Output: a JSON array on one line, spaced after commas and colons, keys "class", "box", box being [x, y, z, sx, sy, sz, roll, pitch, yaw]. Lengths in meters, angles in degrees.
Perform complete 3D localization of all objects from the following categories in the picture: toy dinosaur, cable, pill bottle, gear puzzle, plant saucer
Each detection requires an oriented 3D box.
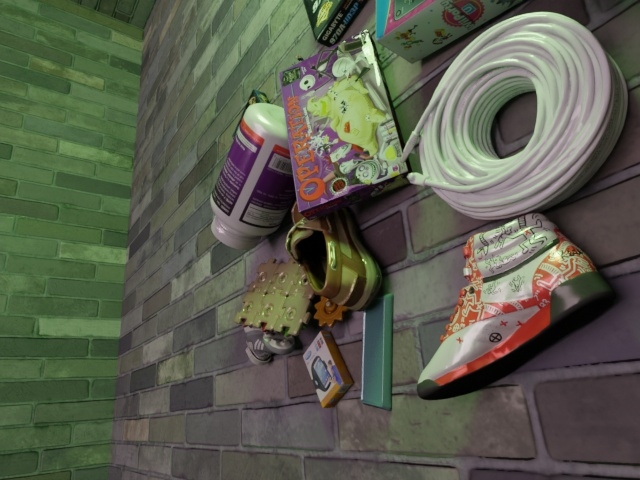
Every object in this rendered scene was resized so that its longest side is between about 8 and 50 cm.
[{"class": "toy dinosaur", "box": [-0.056, -0.420, 1.125, 0.090, 0.047, 0.082, 126, 158, -48]}, {"class": "cable", "box": [0.244, -0.150, 0.579, 0.257, 0.089, 0.257, 47, 119, 48]}, {"class": "pill bottle", "box": [-0.142, -0.139, 1.048, 0.323, 0.181, 0.181, -59, 39, 27]}, {"class": "gear puzzle", "box": [-0.052, 0.124, 0.963, 0.339, 0.044, 0.175, -2, 58, 48]}, {"class": "plant saucer", "box": [0.095, 0.187, 0.770, 0.067, 0.018, 0.192, -12, 71, 53]}]

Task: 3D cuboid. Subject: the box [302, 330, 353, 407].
[{"class": "box", "box": [0.009, 0.242, 0.871, 0.081, 0.028, 0.136, -58, 42, 29]}]

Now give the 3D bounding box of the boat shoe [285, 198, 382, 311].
[{"class": "boat shoe", "box": [0.000, 0.000, 0.854, 0.122, 0.120, 0.324, -63, 33, 22]}]

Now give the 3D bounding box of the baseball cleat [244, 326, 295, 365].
[{"class": "baseball cleat", "box": [-0.114, 0.243, 1.028, 0.206, 0.072, 0.109, 15, 108, 60]}]

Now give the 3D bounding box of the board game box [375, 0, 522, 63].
[{"class": "board game box", "box": [0.222, -0.444, 0.668, 0.303, 0.097, 0.224, -16, 68, 50]}]

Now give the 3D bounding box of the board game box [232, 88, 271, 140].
[{"class": "board game box", "box": [-0.175, -0.290, 1.258, 0.165, 0.042, 0.243, -57, 40, 30]}]

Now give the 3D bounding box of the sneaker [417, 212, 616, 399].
[{"class": "sneaker", "box": [0.208, 0.086, 0.571, 0.270, 0.090, 0.145, -48, 44, 33]}]

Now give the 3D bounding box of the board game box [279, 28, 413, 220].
[{"class": "board game box", "box": [0.036, -0.226, 0.854, 0.208, 0.056, 0.346, -22, 61, 23]}]

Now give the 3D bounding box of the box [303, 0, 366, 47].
[{"class": "box", "box": [0.050, -0.571, 0.997, 0.220, 0.051, 0.175, -43, 48, 42]}]
